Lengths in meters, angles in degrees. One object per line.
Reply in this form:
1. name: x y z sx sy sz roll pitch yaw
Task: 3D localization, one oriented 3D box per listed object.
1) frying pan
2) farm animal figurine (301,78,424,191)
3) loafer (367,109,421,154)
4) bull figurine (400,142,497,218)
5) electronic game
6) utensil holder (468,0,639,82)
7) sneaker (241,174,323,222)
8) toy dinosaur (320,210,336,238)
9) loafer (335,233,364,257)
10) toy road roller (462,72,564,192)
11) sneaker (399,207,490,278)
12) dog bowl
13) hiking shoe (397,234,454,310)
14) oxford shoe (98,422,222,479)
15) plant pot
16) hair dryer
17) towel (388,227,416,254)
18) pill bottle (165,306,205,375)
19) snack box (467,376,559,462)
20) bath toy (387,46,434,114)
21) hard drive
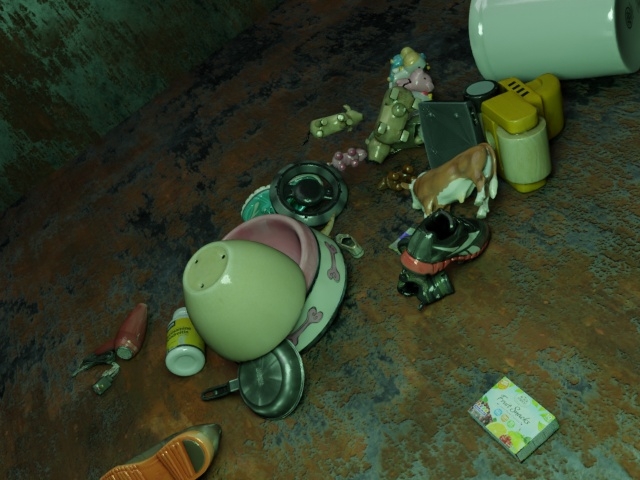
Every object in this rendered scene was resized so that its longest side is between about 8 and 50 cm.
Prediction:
1. frying pan: -0.172 0.308 1.745 0.326 0.053 0.197 5 86 38
2. farm animal figurine: 0.160 -0.307 2.096 0.327 0.330 0.172 -53 10 2
3. loafer: 0.254 -0.315 2.190 0.251 0.094 0.087 -27 38 10
4. bull figurine: 0.316 -0.120 1.844 0.310 0.101 0.188 -37 50 49
5. electronic game: -0.035 -0.138 2.172 0.229 0.048 0.229 1 61 -2
6. utensil holder: 0.647 -0.586 1.999 0.385 0.328 0.328 7 51 41
7. sneaker: -0.119 -0.115 2.258 0.275 0.107 0.110 -25 44 13
8. toy dinosaur: 0.000 0.000 2.029 0.211 0.064 0.112 -51 44 -11
9. loafer: 0.075 0.005 2.000 0.045 0.039 0.125 -41 35 -7
10. toy road roller: 0.521 -0.296 1.866 0.240 0.203 0.329 -22 34 -2
11. sneaker: 0.299 -0.014 1.681 0.276 0.135 0.097 -19 44 -38
12. dog bowl: -0.141 0.109 1.893 0.408 0.150 0.408 -20 48 23
13. hiking shoe: 0.218 0.071 1.761 0.114 0.086 0.227 -32 35 -2
14. oxford shoe: -0.369 0.529 1.699 0.363 0.130 0.133 -30 1 18
15. plant pot: -0.201 0.107 1.691 0.284 0.191 0.284 -19 50 24
16. hair dryer: -0.607 0.298 2.175 0.223 0.080 0.293 16 58 49
17. towel: 0.220 0.002 1.911 0.083 0.009 0.060 -39 34 -7
18. pill bottle: -0.360 0.265 1.990 0.103 0.103 0.184 -28 35 10
19. snack box: 0.356 0.329 1.378 0.100 0.037 0.141 -39 35 -9
20. bath toy: 0.298 -0.484 2.343 0.129 0.151 0.348 5 39 -6
21. hard drive: 0.345 -0.239 1.896 0.054 0.255 0.172 -35 29 -32
